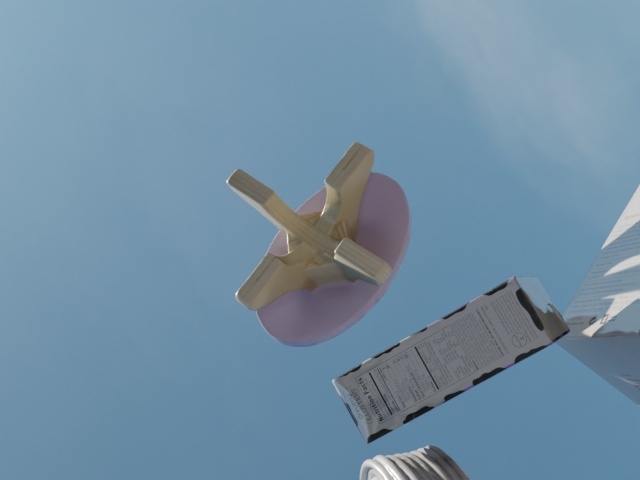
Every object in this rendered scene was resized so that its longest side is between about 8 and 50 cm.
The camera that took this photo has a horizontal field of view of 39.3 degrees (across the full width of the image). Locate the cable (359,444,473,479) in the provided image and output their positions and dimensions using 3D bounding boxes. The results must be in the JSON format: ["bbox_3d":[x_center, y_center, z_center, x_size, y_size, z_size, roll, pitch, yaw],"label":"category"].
[{"bbox_3d":[0.119,0.313,0.816,0.089,0.257,0.257,-18,-86,-13],"label":"cable"}]

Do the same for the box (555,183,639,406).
[{"bbox_3d":[0.444,0.023,0.950,0.215,0.168,0.345,36,-104,-8],"label":"box"}]

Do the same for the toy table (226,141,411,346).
[{"bbox_3d":[0.000,0.000,1.187,0.274,0.252,0.161,-63,-22,-13],"label":"toy table"}]

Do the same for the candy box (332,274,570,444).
[{"bbox_3d":[0.131,0.111,0.864,0.070,0.196,0.165,61,-163,12],"label":"candy box"}]
